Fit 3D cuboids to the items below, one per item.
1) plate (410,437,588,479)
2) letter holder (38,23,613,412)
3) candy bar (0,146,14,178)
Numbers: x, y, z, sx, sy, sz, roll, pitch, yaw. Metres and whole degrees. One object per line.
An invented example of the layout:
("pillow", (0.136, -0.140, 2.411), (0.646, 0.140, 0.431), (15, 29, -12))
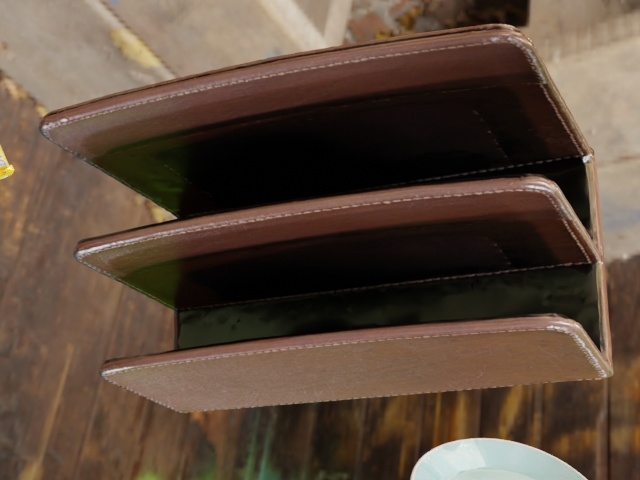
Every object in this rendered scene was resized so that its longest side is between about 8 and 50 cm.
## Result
("plate", (0.173, 0.248, 1.099), (0.188, 0.188, 0.024), (9, 116, 0))
("letter holder", (0.000, 0.000, 0.712), (0.302, 0.151, 0.214), (-8, 159, 21))
("candy bar", (-0.360, -0.104, 1.272), (0.040, 0.161, 0.018), (-20, 129, -15))
